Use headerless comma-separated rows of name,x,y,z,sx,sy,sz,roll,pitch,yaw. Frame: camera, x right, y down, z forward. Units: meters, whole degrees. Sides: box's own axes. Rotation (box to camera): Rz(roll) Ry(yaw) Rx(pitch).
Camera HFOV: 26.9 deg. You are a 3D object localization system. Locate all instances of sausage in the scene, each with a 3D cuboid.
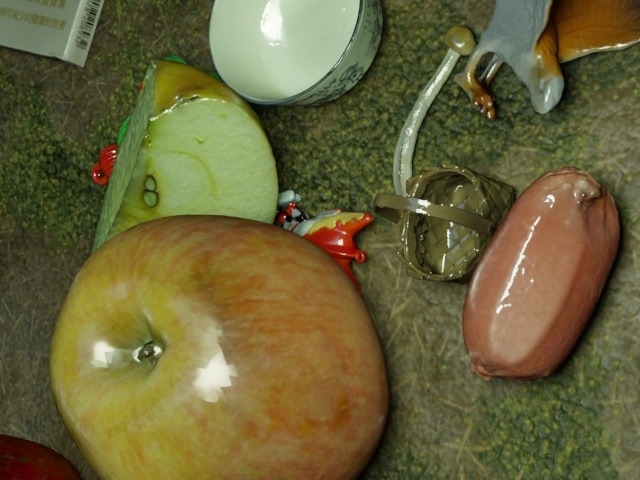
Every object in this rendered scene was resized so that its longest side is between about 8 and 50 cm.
sausage,0.242,0.044,1.481,0.148,0.148,0.254,30,92,34

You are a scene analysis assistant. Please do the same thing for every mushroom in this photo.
mushroom,0.129,-0.118,1.653,0.068,0.043,0.306,17,93,54

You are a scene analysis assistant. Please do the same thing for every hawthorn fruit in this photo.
hawthorn fruit,-0.449,0.362,1.808,0.224,0.261,0.224,-27,42,27

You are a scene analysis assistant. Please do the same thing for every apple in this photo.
apple,-0.126,0.154,1.574,0.391,0.346,0.391,-6,80,34
apple,-0.190,-0.068,1.731,0.254,0.179,0.346,43,125,28

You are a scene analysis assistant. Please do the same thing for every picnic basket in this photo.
picnic basket,0.137,-0.021,1.537,0.128,0.178,0.137,5,84,35

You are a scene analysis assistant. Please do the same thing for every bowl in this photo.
bowl,-0.016,-0.275,1.723,0.238,0.126,0.237,-7,77,33

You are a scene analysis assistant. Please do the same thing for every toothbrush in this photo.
toothbrush,-0.138,-0.023,1.816,0.263,0.026,0.022,-18,65,30

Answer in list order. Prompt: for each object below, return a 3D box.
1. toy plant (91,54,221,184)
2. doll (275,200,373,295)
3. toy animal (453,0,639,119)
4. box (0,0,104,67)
toy plant,-0.216,-0.140,1.857,0.154,0.088,0.240,40,111,18
doll,0.000,0.000,1.704,0.169,0.057,0.109,23,109,49
toy animal,0.226,-0.299,1.563,0.302,0.225,0.284,-61,40,21
box,-0.394,-0.461,2.059,0.205,0.051,0.365,17,91,36
